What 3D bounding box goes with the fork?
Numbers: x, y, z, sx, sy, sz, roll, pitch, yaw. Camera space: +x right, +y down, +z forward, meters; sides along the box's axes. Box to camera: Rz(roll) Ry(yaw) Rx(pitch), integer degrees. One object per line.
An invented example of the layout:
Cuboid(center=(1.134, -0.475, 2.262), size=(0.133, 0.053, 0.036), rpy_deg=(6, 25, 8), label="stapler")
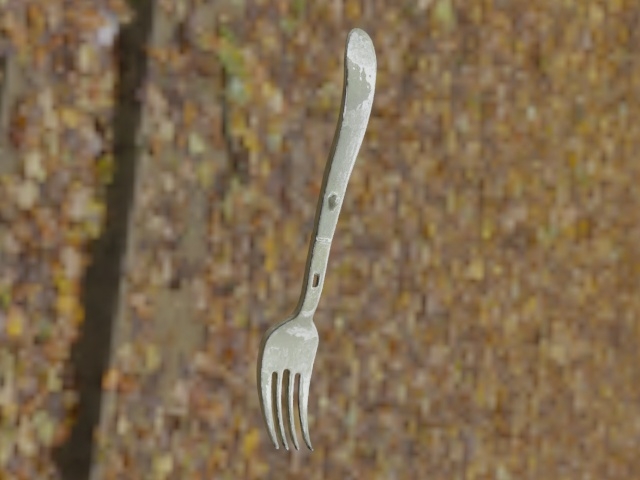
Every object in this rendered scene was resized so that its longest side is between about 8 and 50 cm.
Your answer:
Cuboid(center=(-0.003, -0.001, 1.009), size=(0.034, 0.028, 0.220), rpy_deg=(6, 97, -28), label="fork")
